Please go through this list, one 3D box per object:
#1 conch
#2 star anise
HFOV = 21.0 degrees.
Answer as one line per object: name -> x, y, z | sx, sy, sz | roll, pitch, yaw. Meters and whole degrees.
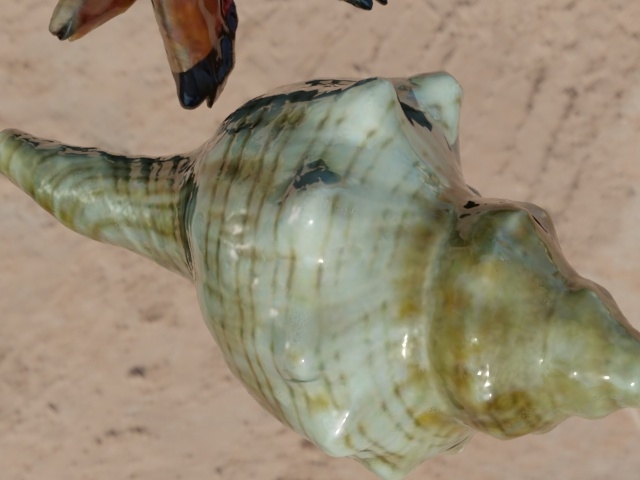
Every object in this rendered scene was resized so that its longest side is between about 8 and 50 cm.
conch -> 0.007, -0.011, 0.820 | 0.386, 0.170, 0.203 | 38, 15, 33
star anise -> -0.069, -0.215, 0.958 | 0.088, 0.288, 0.288 | -5, 72, -53
